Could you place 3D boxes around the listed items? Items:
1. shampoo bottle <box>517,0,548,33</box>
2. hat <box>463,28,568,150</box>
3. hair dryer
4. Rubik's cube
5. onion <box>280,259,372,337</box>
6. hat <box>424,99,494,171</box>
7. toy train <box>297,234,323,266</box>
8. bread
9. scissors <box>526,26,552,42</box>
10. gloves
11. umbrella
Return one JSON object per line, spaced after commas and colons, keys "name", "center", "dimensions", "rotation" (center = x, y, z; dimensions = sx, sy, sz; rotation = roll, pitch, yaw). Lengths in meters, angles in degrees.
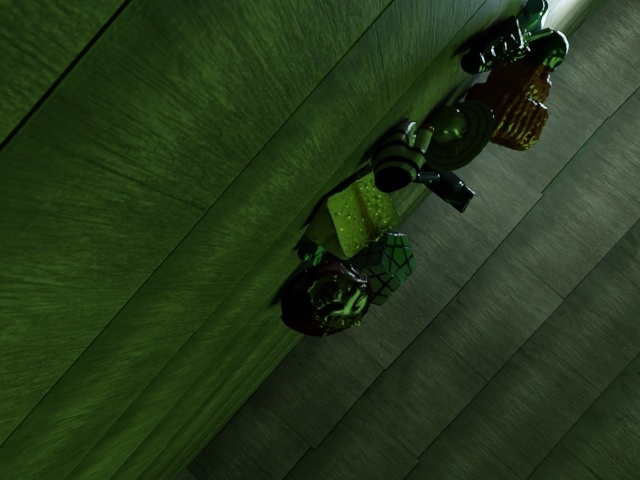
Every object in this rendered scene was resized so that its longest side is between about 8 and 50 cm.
{"name": "shampoo bottle", "center": [0.636, -0.669, 1.930], "dimensions": [0.104, 0.061, 0.258], "rotation": [-43, 173, 12]}
{"name": "hat", "center": [0.633, -0.513, 2.116], "dimensions": [0.285, 0.285, 0.400], "rotation": [-24, 132, -69]}
{"name": "hair dryer", "center": [0.466, -0.218, 2.549], "dimensions": [0.302, 0.244, 0.116], "rotation": [-7, 135, -54]}
{"name": "Rubik's cube", "center": [0.182, 0.080, 2.292], "dimensions": [0.319, 0.319, 0.264], "rotation": [-9, 115, -76]}
{"name": "onion", "center": [0.011, 0.183, 2.094], "dimensions": [0.314, 0.232, 0.314], "rotation": [-18, 144, -13]}
{"name": "hat", "center": [0.382, -0.340, 1.913], "dimensions": [0.110, 0.252, 0.252], "rotation": [29, 107, -39]}
{"name": "toy train", "center": [0.000, 0.000, 1.750], "dimensions": [0.172, 0.070, 0.099], "rotation": [-38, 156, -51]}
{"name": "bread", "center": [0.080, -0.077, 1.653], "dimensions": [0.266, 0.142, 0.178], "rotation": [-36, 125, -48]}
{"name": "scissors", "center": [0.609, -0.606, 1.923], "dimensions": [0.204, 0.027, 0.101], "rotation": [-21, 179, -14]}
{"name": "gloves", "center": [0.203, -0.229, 1.634], "dimensions": [0.140, 0.131, 0.218], "rotation": [116, -12, -55]}
{"name": "umbrella", "center": [0.464, -0.501, 1.673], "dimensions": [0.106, 0.113, 0.358], "rotation": [-27, -173, 41]}
